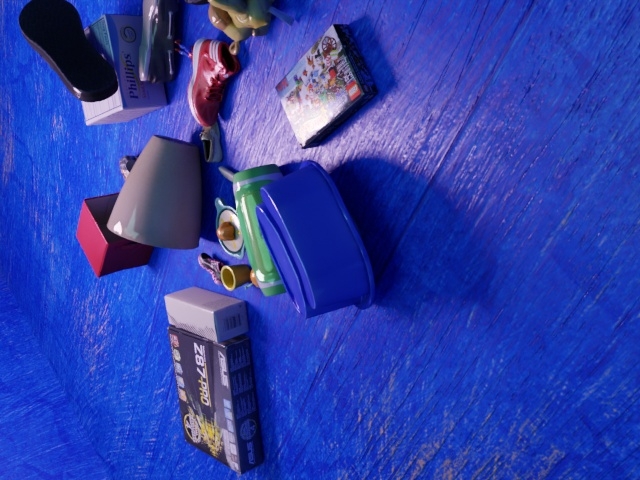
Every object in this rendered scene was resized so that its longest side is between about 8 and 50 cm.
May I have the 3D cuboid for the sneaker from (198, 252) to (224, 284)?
[{"bbox_3d":[-0.298,0.069,1.859,0.119,0.047,0.057,45,126,21],"label":"sneaker"}]

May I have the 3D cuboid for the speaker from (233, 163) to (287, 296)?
[{"bbox_3d":[-0.117,-0.024,1.547,0.131,0.131,0.296,-14,91,51],"label":"speaker"}]

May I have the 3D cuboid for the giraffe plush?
[{"bbox_3d":[-0.179,-0.519,1.463,0.210,0.181,0.170,44,155,-16],"label":"giraffe plush"}]

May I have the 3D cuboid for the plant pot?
[{"bbox_3d":[-0.431,-0.144,1.815,0.256,0.256,0.274,25,103,43],"label":"plant pot"}]

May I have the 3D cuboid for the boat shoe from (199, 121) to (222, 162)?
[{"bbox_3d":[-0.295,-0.273,1.738,0.050,0.045,0.135,-8,96,50],"label":"boat shoe"}]

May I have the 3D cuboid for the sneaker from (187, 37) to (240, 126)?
[{"bbox_3d":[-0.265,-0.389,1.636,0.128,0.087,0.221,21,118,46],"label":"sneaker"}]

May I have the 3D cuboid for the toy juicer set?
[{"bbox_3d":[-0.203,-0.025,1.676,0.209,0.089,0.329,6,106,49],"label":"toy juicer set"}]

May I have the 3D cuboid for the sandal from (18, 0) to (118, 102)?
[{"bbox_3d":[-0.714,-0.523,1.837,0.446,0.167,0.107,54,153,24],"label":"sandal"}]

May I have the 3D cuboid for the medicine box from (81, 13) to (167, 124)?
[{"bbox_3d":[-0.604,-0.500,1.948,0.289,0.149,0.263,-2,99,50],"label":"medicine box"}]

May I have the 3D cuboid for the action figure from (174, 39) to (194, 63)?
[{"bbox_3d":[-0.347,-0.497,1.741,0.115,0.030,0.038,43,135,33],"label":"action figure"}]

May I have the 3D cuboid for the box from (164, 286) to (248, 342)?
[{"bbox_3d":[-0.330,0.208,1.885,0.275,0.113,0.094,9,109,50],"label":"box"}]

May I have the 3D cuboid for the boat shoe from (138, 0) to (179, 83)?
[{"bbox_3d":[-0.426,-0.590,1.774,0.112,0.095,0.335,49,131,48],"label":"boat shoe"}]

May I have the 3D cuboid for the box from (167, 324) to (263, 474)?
[{"bbox_3d":[-0.315,0.455,1.957,0.318,0.097,0.395,7,107,45],"label":"box"}]

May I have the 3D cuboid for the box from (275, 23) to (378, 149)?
[{"bbox_3d":[0.006,-0.316,1.371,0.233,0.044,0.159,-34,75,49],"label":"box"}]

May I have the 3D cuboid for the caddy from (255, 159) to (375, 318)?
[{"bbox_3d":[0.000,0.000,1.384,0.341,0.179,0.241,66,164,11],"label":"caddy"}]

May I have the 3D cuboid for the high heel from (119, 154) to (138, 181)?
[{"bbox_3d":[-0.567,-0.148,2.098,0.186,0.093,0.261,-149,40,-67],"label":"high heel"}]

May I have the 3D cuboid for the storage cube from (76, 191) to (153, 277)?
[{"bbox_3d":[-0.668,-0.024,2.150,0.215,0.183,0.193,55,138,22],"label":"storage cube"}]

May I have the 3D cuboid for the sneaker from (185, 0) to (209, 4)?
[{"bbox_3d":[-0.254,-0.665,1.548,0.228,0.086,0.132,-24,78,40],"label":"sneaker"}]
